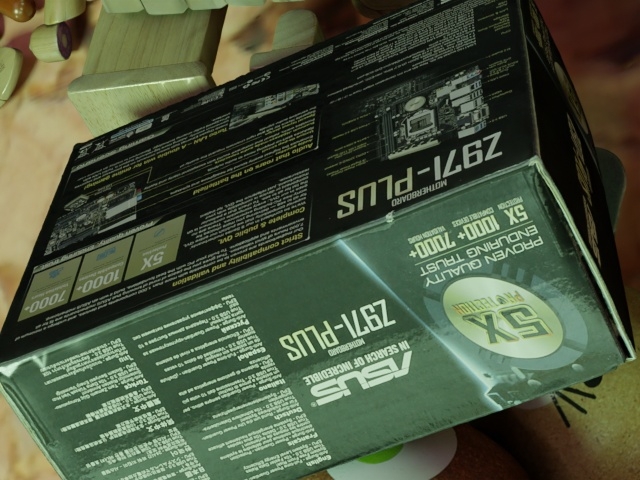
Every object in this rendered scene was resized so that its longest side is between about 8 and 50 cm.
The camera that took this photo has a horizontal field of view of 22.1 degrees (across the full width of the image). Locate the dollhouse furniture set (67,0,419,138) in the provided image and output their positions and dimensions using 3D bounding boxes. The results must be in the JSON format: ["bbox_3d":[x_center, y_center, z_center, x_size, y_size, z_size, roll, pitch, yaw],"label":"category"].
[{"bbox_3d":[0.000,-0.084,0.686,0.144,0.123,0.151,-4,51,19],"label":"dollhouse furniture set"}]

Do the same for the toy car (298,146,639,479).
[{"bbox_3d":[0.076,0.058,0.555,0.155,0.149,0.188,29,87,46],"label":"toy car"}]

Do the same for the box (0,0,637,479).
[{"bbox_3d":[0.000,0.000,0.539,0.180,0.077,0.147,-21,27,15],"label":"box"}]

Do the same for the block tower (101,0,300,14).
[{"bbox_3d":[0.056,-0.149,0.570,0.336,0.097,0.091,0,53,20],"label":"block tower"}]

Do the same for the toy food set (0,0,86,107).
[{"bbox_3d":[-0.148,-0.110,0.809,0.122,0.019,0.078,-33,63,34],"label":"toy food set"}]
